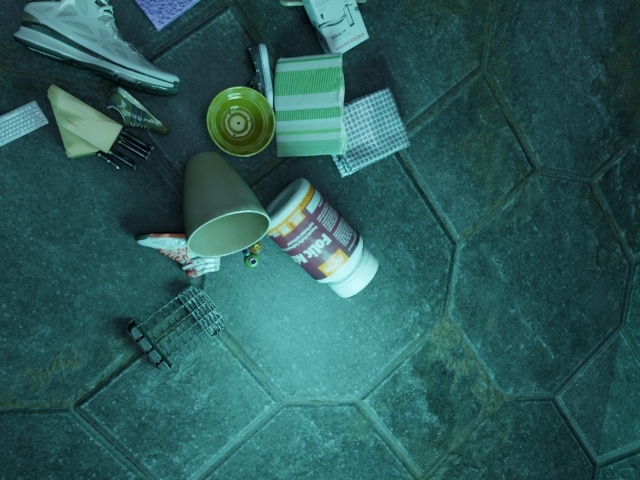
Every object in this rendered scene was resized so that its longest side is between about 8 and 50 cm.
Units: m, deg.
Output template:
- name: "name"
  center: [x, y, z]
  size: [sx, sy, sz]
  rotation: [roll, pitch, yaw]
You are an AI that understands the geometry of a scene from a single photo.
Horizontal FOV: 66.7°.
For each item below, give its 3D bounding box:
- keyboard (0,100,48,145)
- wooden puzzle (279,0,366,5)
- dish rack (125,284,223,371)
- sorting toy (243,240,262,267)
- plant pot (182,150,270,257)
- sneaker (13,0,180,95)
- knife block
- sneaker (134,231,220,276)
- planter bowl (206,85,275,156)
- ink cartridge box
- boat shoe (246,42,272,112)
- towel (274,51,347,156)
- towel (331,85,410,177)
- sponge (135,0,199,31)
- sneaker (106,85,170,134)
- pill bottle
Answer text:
- name: "keyboard"
  center: [-0.917, -0.310, 1.390]
  size: [0.256, 0.014, 0.072]
  rotation: [-32, 106, -14]
- name: "wooden puzzle"
  center: [0.000, -0.967, 1.607]
  size: [0.322, 0.080, 0.347]
  rotation: [-11, 100, -18]
- name: "dish rack"
  center: [-0.466, 0.283, 1.596]
  size: [0.271, 0.074, 0.208]
  rotation: [-37, 108, -14]
- name: "sorting toy"
  center: [-0.231, 0.046, 1.665]
  size: [0.061, 0.042, 0.102]
  rotation: [8, 94, -21]
- name: "plant pot"
  center: [-0.320, -0.128, 1.497]
  size: [0.256, 0.256, 0.274]
  rotation: [-17, 66, -17]
- name: "sneaker"
  center: [-0.598, -0.596, 1.388]
  size: [0.448, 0.169, 0.257]
  rotation: [18, 92, -18]
- name: "knife block"
  center: [-0.640, -0.335, 1.448]
  size: [0.242, 0.088, 0.275]
  rotation: [-17, 101, -18]
- name: "sneaker"
  center: [-0.451, 0.046, 1.560]
  size: [0.270, 0.090, 0.145]
  rotation: [0, 94, -22]
- name: "planter bowl"
  center: [-0.261, -0.382, 1.575]
  size: [0.217, 0.090, 0.217]
  rotation: [-3, 101, -17]
- name: "ink cartridge box"
  center: [0.052, -0.737, 1.619]
  size: [0.148, 0.086, 0.203]
  rotation: [-33, 121, -6]
- name: "boat shoe"
  center: [-0.203, -0.526, 1.590]
  size: [0.076, 0.080, 0.228]
  rotation: [-8, 99, -11]
- name: "towel"
  center: [-0.035, -0.447, 1.622]
  size: [0.248, 0.038, 0.324]
  rotation: [0, 99, 15]
- name: "towel"
  center: [0.157, -0.384, 1.712]
  size: [0.284, 0.121, 0.235]
  rotation: [-28, 104, -15]
- name: "sponge"
  center: [-0.456, -0.754, 1.494]
  size: [0.210, 0.031, 0.117]
  rotation: [-42, 108, -10]
- name: "sneaker"
  center: [-0.562, -0.374, 1.488]
  size: [0.192, 0.064, 0.086]
  rotation: [42, 89, -19]
- name: "pill bottle"
  center: [0.000, 0.000, 1.646]
  size: [0.392, 0.224, 0.224]
  rotation: [44, 81, -18]
